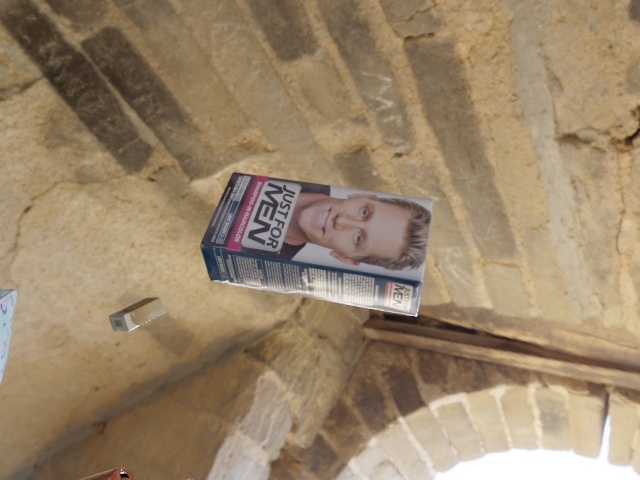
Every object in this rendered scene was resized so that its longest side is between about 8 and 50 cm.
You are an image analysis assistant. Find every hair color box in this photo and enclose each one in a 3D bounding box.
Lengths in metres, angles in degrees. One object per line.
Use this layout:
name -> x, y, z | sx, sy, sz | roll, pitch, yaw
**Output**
hair color box -> 0.000, 0.000, 0.937 | 0.347, 0.174, 0.105 | 9, -38, 8

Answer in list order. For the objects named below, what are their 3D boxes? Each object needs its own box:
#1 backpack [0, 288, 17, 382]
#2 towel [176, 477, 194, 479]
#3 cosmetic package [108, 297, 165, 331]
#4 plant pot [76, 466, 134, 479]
backpack -> -0.571, 0.164, 0.834 | 0.191, 0.253, 0.225 | 18, 2, -13
towel -> -0.480, 0.720, 1.501 | 0.049, 0.282, 0.187 | 50, -57, 41
cosmetic package -> -0.432, 0.173, 1.344 | 0.060, 0.115, 0.041 | -7, -77, 31
plant pot -> -0.508, 0.616, 1.176 | 0.272, 0.265, 0.272 | 158, -90, -85
